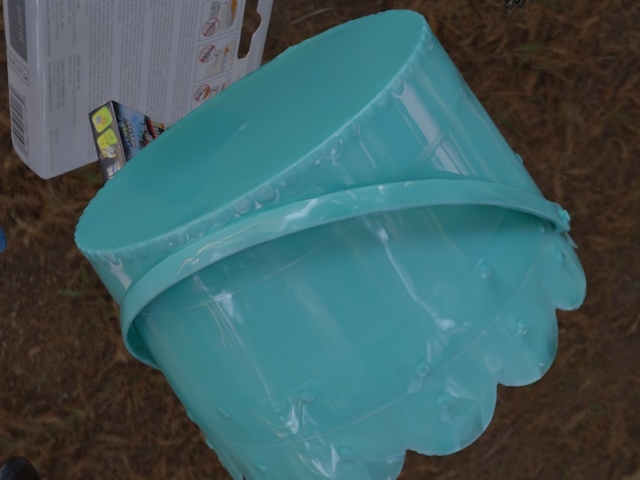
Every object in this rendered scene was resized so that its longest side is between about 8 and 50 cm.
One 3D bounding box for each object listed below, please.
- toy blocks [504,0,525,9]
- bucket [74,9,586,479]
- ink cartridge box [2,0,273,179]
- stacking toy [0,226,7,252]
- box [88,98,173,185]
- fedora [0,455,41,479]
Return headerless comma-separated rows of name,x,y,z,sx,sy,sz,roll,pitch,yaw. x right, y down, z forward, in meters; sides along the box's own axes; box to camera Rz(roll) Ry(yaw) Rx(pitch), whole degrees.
toy blocks,0.145,-0.375,0.569,0.309,0.288,0.260,41,92,-10
bucket,0.000,0.000,0.519,0.281,0.281,0.183,-39,114,-10
ink cartridge box,-0.237,-0.279,1.145,0.385,0.091,0.308,-30,152,-36
stacking toy,-0.343,0.081,0.502,0.166,0.175,0.301,24,88,6
box,-0.187,-0.045,0.927,0.036,0.206,0.114,-25,161,23
fedora,-0.539,0.512,1.337,0.153,0.334,0.333,-4,106,-4
